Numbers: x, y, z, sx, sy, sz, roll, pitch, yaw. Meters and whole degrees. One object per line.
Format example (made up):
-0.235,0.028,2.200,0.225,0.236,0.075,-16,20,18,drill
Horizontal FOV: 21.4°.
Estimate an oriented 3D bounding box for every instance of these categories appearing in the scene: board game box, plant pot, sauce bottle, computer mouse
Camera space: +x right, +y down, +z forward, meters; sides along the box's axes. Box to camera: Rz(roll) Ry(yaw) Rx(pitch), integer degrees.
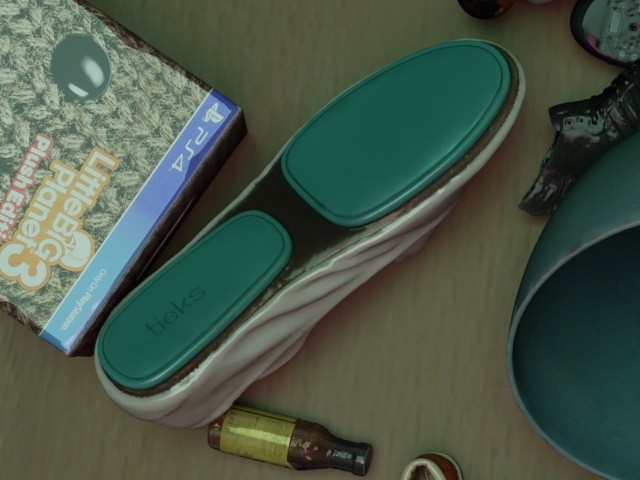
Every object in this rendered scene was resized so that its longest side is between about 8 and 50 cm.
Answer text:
-0.241,-0.083,1.336,0.291,0.141,0.232,34,87,2,board game box
0.281,0.019,1.201,0.290,0.290,0.195,-2,43,11,plant pot
-0.024,0.159,1.330,0.128,0.042,0.042,13,82,15,sauce bottle
0.316,-0.152,1.328,0.242,0.041,0.071,15,98,7,computer mouse

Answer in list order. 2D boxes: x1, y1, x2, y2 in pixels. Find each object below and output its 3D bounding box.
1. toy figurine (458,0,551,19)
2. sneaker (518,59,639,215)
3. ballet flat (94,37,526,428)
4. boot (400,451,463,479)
0.142,-0.285,1.295,0.148,0.209,0.213,-20,76,-5,toy figurine
0.217,-0.093,1.308,0.089,0.051,0.170,15,108,5,sneaker
0.000,0.000,1.313,0.400,0.139,0.139,-41,74,-4,ballet flat
0.085,0.237,1.272,0.059,0.084,0.158,-9,79,8,boot
